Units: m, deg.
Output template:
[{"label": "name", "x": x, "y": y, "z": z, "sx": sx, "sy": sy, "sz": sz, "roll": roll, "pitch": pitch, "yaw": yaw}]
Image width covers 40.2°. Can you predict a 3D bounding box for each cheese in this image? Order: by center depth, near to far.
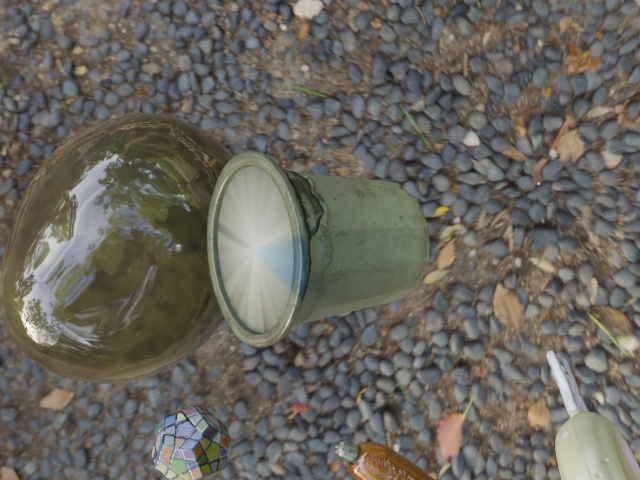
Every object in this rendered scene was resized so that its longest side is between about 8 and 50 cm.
[{"label": "cheese", "x": 0.283, "y": 0.217, "z": 0.908, "sx": 0.064, "sy": 0.137, "sz": 0.227, "roll": -27, "pitch": 54, "yaw": 21}]

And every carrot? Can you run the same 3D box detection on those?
[{"label": "carrot", "x": 0.155, "y": 0.372, "z": 1.276, "sx": 0.336, "sy": 0.069, "sz": 0.069, "roll": 33, "pitch": 102, "yaw": -19}]

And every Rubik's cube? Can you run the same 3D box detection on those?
[{"label": "Rubik's cube", "x": -0.173, "y": 0.275, "z": 1.171, "sx": 0.111, "sy": 0.111, "sz": 0.093, "roll": 39, "pitch": 87, "yaw": 9}]

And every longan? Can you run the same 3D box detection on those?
[{"label": "longan", "x": -0.271, "y": 0.010, "z": 1.259, "sx": 0.336, "sy": 0.404, "sz": 0.404, "roll": 35, "pitch": 101, "yaw": 18}]

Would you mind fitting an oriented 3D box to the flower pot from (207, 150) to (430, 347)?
[{"label": "flower pot", "x": 0.000, "y": 0.000, "z": 0.993, "sx": 0.212, "sy": 0.202, "sz": 0.212, "roll": 13, "pitch": 107, "yaw": 53}]
